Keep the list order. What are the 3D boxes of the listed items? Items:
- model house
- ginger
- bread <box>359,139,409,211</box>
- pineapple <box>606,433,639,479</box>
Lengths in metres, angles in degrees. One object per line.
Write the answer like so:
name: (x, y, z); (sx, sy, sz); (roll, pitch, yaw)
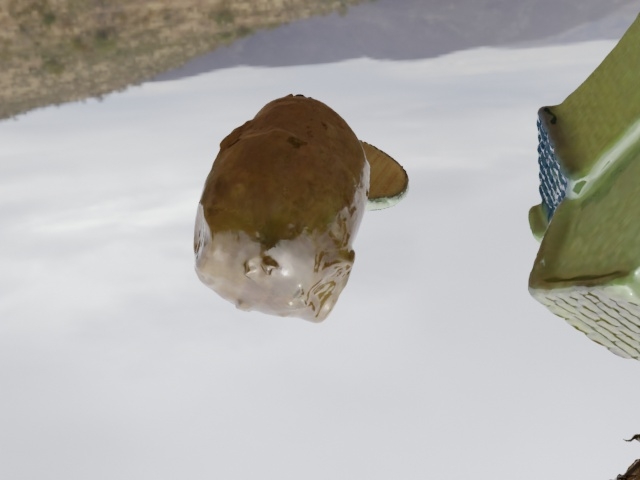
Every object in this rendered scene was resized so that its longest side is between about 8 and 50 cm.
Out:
model house: (0.236, -0.026, 0.534); (0.195, 0.189, 0.214); (30, -150, -27)
ginger: (-0.047, -0.038, 1.002); (0.201, 0.269, 0.223); (18, -164, -14)
bread: (0.021, -0.120, 1.373); (0.267, 0.040, 0.267); (12, -151, -7)
pineapple: (0.334, 0.219, 0.772); (0.164, 0.139, 0.249); (3, -146, 22)
